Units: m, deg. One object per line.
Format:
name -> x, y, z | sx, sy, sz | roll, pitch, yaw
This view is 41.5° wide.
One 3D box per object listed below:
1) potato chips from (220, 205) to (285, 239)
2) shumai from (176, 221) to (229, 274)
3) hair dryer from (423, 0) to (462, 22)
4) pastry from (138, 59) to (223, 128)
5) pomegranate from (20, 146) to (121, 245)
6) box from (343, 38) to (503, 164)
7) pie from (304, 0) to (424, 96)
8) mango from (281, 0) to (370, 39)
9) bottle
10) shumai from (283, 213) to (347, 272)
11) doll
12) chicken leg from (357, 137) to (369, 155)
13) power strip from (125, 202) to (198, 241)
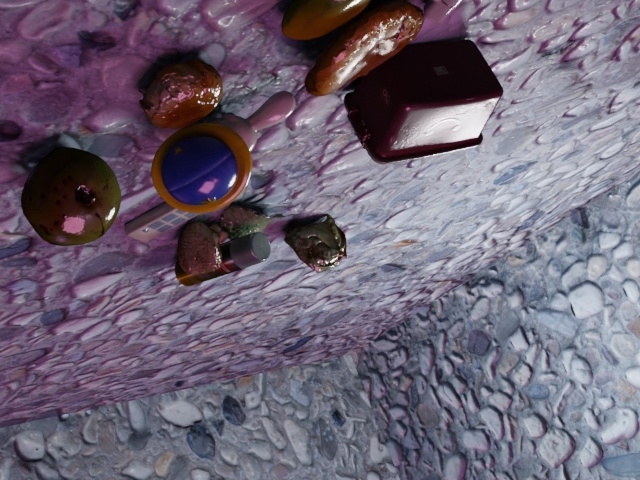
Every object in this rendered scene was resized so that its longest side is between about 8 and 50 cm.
potato chips -> -0.166, -0.045, 2.159 | 0.167, 0.059, 0.228 | -23, 163, 24
shumai -> -0.282, 0.011, 2.111 | 0.145, 0.146, 0.116 | -35, 175, 35
hair dryer -> 0.190, -0.435, 1.501 | 0.137, 0.047, 0.082 | 0, 153, -37
pastry -> -0.237, -0.252, 1.459 | 0.153, 0.081, 0.153 | -20, 163, -6
pomegranate -> -0.462, -0.089, 1.563 | 0.179, 0.210, 0.179 | -10, 120, -19
box -> 0.214, -0.291, 1.719 | 0.294, 0.193, 0.167 | -13, 151, -25
pie -> 0.076, -0.341, 1.503 | 0.273, 0.069, 0.273 | -34, -178, 1
mango -> 0.018, -0.394, 1.363 | 0.122, 0.086, 0.191 | -24, 176, -37
bottle -> -0.256, 0.050, 2.197 | 0.286, 0.082, 0.082 | -19, 167, 36
shumai -> -0.003, -0.002, 2.373 | 0.142, 0.184, 0.184 | -50, 157, 6
doll -> -0.171, -0.162, 1.587 | 0.311, 0.160, 0.242 | -30, -176, 11
chicken leg -> 0.178, -0.248, 1.978 | 0.196, 0.080, 0.125 | -19, 173, -34
power strip -> -0.362, -0.053, 1.958 | 0.192, 0.035, 0.081 | -27, 161, 14
